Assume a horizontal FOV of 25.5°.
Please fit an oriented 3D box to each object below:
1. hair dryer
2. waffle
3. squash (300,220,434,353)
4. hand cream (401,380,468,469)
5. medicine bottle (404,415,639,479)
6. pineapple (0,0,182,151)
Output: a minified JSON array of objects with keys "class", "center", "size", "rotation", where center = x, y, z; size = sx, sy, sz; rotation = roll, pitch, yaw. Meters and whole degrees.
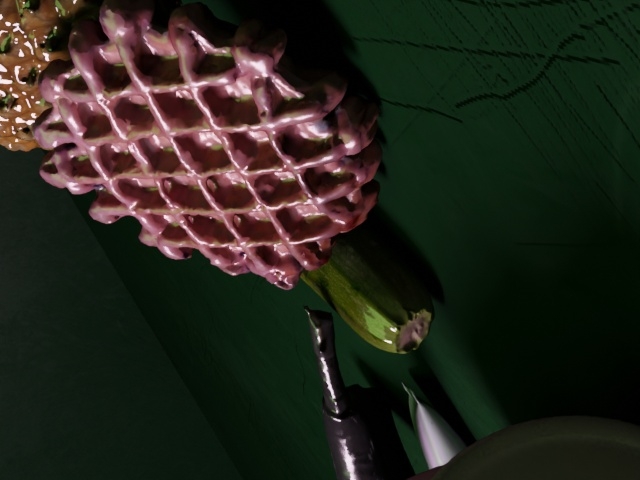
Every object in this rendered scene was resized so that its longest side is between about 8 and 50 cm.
[{"class":"hair dryer","center":[0.033,0.151,1.082],"size":[0.303,0.120,0.359],"rotation":[-96,-6,-48]},{"class":"waffle","center":[-0.070,-0.058,0.872],"size":[0.221,0.055,0.234],"rotation":[26,142,-9]},{"class":"squash","center":[0.000,0.000,0.995],"size":[0.229,0.066,0.066],"rotation":[43,162,41]},{"class":"hand cream","center":[0.118,0.201,1.099],"size":[0.205,0.050,0.078],"rotation":[60,180,1]},{"class":"medicine bottle","center":[0.107,0.246,0.781],"size":[0.256,0.256,0.325],"rotation":[53,158,15]},{"class":"pineapple","center":[-0.170,-0.199,0.884],"size":[0.202,0.202,0.362],"rotation":[54,156,7]}]
